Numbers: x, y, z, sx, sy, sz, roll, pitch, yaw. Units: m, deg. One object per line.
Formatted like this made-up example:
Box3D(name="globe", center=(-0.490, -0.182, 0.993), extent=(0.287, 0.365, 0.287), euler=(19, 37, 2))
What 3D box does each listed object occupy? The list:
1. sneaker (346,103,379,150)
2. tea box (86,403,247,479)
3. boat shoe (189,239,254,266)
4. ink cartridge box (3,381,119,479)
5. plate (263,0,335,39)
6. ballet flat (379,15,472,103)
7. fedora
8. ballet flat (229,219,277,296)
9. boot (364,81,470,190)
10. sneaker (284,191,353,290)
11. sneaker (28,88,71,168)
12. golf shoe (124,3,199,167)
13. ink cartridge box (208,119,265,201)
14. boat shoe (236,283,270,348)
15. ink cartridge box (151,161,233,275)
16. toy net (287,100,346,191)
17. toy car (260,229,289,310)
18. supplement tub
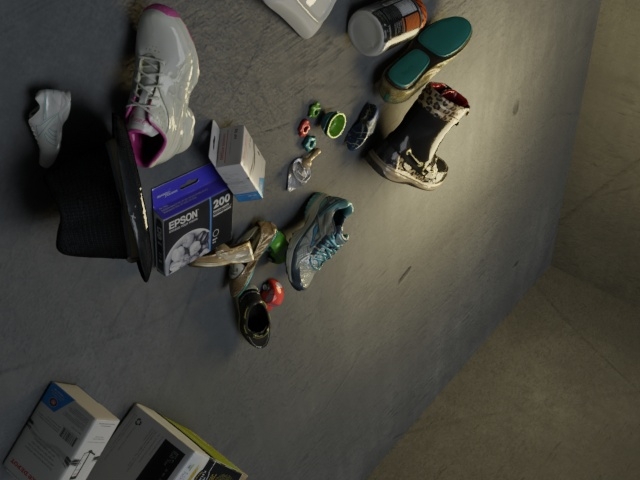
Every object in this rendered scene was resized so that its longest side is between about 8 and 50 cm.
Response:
Box3D(name="sneaker", center=(0.118, -0.291, 2.217), extent=(0.135, 0.052, 0.058), euler=(-58, 155, -3))
Box3D(name="tea box", center=(-0.404, 0.623, 2.044), extent=(0.329, 0.220, 0.323), euler=(-53, 149, -11))
Box3D(name="boat shoe", center=(-0.232, 0.029, 1.951), extent=(0.170, 0.063, 0.059), euler=(-8, 94, -41))
Box3D(name="ink cartridge box", center=(-0.535, 0.418, 1.730), extent=(0.203, 0.148, 0.086), euler=(-59, 153, 0))
Box3D(name="plate", center=(0.003, -0.572, 1.738), extent=(0.277, 0.045, 0.277), euler=(-62, 162, 4))
Box3D(name="ballet flat", center=(0.275, -0.481, 2.247), extent=(0.348, 0.123, 0.123), euler=(-44, 147, -28))
Box3D(name="fedora", center=(-0.390, -0.063, 1.450), extent=(0.153, 0.334, 0.333), euler=(-11, 131, -15))
Box3D(name="ballet flat", center=(-0.182, 0.038, 2.043), extent=(0.067, 0.073, 0.206), euler=(31, 86, -34))
Box3D(name="boot", center=(0.316, -0.293, 2.374), extent=(0.377, 0.138, 0.284), euler=(5, 129, -51))
Box3D(name="sneaker", center=(0.000, 0.000, 2.145), extent=(0.110, 0.122, 0.282), euler=(53, 51, -53))
Box3D(name="sneaker", center=(-0.462, -0.191, 1.410), extent=(0.061, 0.053, 0.152), euler=(7, 125, -25))
Box3D(name="golf shoe", center=(-0.292, -0.266, 1.505), extent=(0.140, 0.115, 0.306), euler=(-57, 157, -49))
Box3D(name="ink cartridge box", center=(-0.177, -0.173, 1.803), extent=(0.180, 0.060, 0.104), euler=(60, 28, -58))
Box3D(name="boat shoe", center=(-0.170, 0.214, 2.177), extent=(0.081, 0.068, 0.227), euler=(-23, 137, -13))
Box3D(name="ink cartridge box", center=(-0.274, -0.053, 1.824), extent=(0.206, 0.045, 0.208), euler=(-32, 139, -40))
Box3D(name="toy net", center=(-0.024, -0.221, 2.061), extent=(0.122, 0.045, 0.232), euler=(13, 105, -60))
Box3D(name="toy car", center=(-0.094, 0.065, 2.198), extent=(0.239, 0.053, 0.225), euler=(-46, 148, -25))
Box3D(name="supplement tub", center=(0.165, -0.522, 2.014), extent=(0.190, 0.117, 0.117), euler=(-33, 141, -40))
